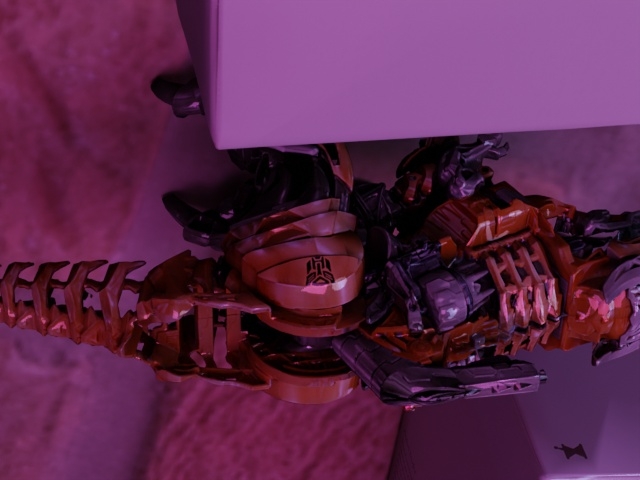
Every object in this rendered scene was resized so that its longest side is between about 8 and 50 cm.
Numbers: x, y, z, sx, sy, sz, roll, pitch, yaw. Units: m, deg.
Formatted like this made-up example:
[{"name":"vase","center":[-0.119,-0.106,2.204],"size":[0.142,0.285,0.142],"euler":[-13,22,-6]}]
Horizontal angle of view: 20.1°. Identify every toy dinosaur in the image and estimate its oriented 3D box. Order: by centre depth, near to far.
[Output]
[{"name":"toy dinosaur","center":[0.000,0.000,0.844],"size":[0.322,0.218,0.164],"euler":[13,123,-21]}]

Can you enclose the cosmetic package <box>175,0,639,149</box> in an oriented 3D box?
[{"name":"cosmetic package","center":[0.122,-0.165,0.790],"size":[0.365,0.155,0.197],"euler":[-2,125,-10]}]

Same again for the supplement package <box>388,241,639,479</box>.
[{"name":"supplement package","center":[0.158,0.161,1.008],"size":[0.198,0.199,0.262],"euler":[2,125,-14]}]
